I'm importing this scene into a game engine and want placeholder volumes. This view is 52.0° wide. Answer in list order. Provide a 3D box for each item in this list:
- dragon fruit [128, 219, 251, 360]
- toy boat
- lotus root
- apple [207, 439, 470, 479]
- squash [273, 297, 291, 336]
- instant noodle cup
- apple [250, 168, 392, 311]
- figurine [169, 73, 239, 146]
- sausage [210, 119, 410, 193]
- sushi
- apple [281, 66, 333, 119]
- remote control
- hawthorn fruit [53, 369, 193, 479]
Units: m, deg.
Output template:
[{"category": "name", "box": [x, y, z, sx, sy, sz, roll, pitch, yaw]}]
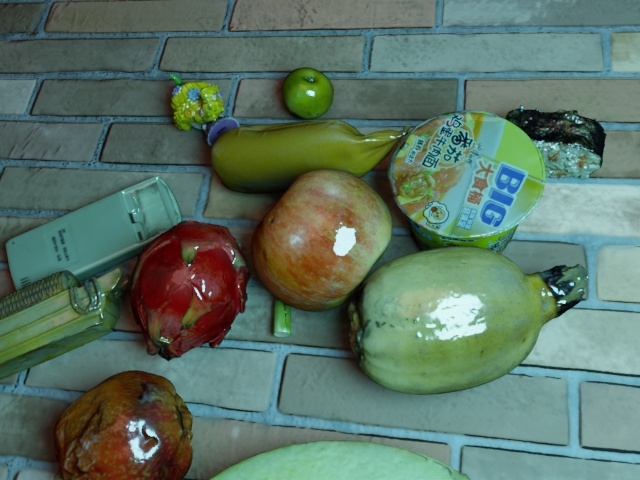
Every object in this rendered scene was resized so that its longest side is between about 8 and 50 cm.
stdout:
[{"category": "dragon fruit", "box": [-0.182, 0.064, 0.930, 0.172, 0.172, 0.209, 10, 59, 15]}, {"category": "toy boat", "box": [-0.432, 0.123, 0.988, 0.310, 0.089, 0.115, -23, 73, -1]}, {"category": "lotus root", "box": [0.188, 0.094, 0.840, 0.310, 0.182, 0.182, -11, 63, 1]}, {"category": "apple", "box": [0.020, 0.353, 0.743, 0.346, 0.179, 0.254, 2, 63, 9]}, {"category": "squash", "box": [-0.056, 0.099, 0.966, 0.028, 0.027, 0.083, -5, 63, 8]}, {"category": "instant noodle cup", "box": [0.203, -0.064, 0.930, 0.205, 0.153, 0.205, -4, 66, 9]}, {"category": "apple", "box": [0.000, 0.000, 0.906, 0.164, 0.209, 0.209, 39, 76, 6]}, {"category": "figurine", "box": [-0.211, -0.237, 1.113, 0.095, 0.115, 0.156, -31, 60, -17]}, {"category": "sausage", "box": [-0.017, -0.129, 0.986, 0.328, 0.112, 0.112, -2, 63, 28]}, {"category": "sushi", "box": [0.343, -0.142, 0.978, 0.150, 0.090, 0.078, 14, 64, 18]}, {"category": "apple", "box": [-0.021, -0.249, 1.105, 0.090, 0.074, 0.089, 6, 56, -8]}, {"category": "remote control", "box": [-0.366, -0.004, 1.073, 0.285, 0.038, 0.123, -26, 64, -5]}, {"category": "hawthorn fruit", "box": [-0.257, 0.255, 0.856, 0.179, 0.173, 0.173, 6, 66, 12]}]
